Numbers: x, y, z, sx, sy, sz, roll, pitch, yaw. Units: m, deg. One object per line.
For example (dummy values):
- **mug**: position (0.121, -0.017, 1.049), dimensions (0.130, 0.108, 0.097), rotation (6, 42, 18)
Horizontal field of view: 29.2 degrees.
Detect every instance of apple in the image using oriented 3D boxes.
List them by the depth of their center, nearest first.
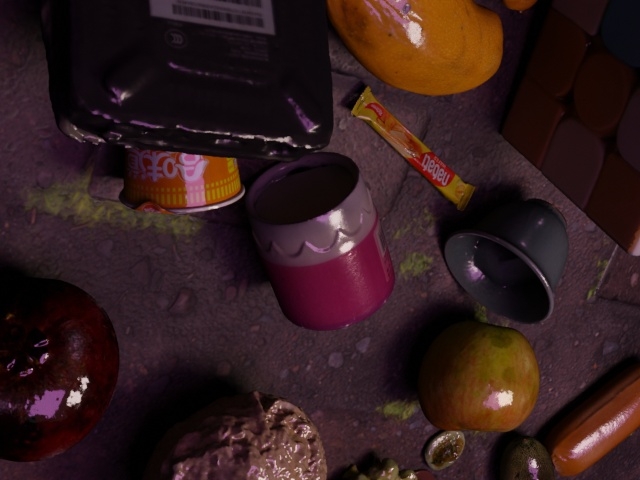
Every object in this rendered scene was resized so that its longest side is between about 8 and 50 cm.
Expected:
- **apple**: position (0.254, 0.219, 1.976), dimensions (0.196, 0.196, 0.196), rotation (-15, 121, -26)

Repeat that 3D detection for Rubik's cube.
- **Rubik's cube**: position (0.533, -0.213, 1.796), dimensions (0.346, 0.347, 0.344), rotation (-3, 127, -30)

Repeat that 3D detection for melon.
- **melon**: position (0.372, 0.422, 2.220), dimensions (0.099, 0.099, 0.162), rotation (-25, 121, -20)

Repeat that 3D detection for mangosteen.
- **mangosteen**: position (-0.371, 0.164, 1.558), dimensions (0.235, 0.235, 0.261), rotation (-31, 170, -16)

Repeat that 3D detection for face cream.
- **face cream**: position (0.000, 0.000, 1.705), dimensions (0.175, 0.175, 0.195), rotation (-30, 126, -16)

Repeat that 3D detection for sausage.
- **sausage**: position (0.528, 0.328, 2.269), dimensions (0.274, 0.105, 0.105), rotation (-37, 129, -11)

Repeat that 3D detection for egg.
- **egg**: position (-0.130, 0.361, 1.762), dimensions (0.279, 0.279, 0.310), rotation (35, 80, -40)

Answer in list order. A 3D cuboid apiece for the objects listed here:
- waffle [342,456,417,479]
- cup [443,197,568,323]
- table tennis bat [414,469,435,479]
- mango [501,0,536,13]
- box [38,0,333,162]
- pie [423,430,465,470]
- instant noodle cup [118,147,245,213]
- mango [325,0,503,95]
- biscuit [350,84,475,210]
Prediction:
- **waffle**: position (0.066, 0.517, 2.092), dimensions (0.317, 0.073, 0.297), rotation (-41, 132, -9)
- **cup**: position (0.315, 0.010, 1.931), dimensions (0.150, 0.199, 0.199), rotation (-49, 132, -25)
- **table tennis bat**: position (0.173, 0.468, 2.172), dimensions (0.087, 0.013, 0.156), rotation (-30, 125, -19)
- **mango**: position (0.298, -0.417, 1.743), dimensions (0.098, 0.075, 0.190), rotation (-4, 110, -38)
- **box**: position (-0.147, -0.269, 1.422), dimensions (0.359, 0.091, 0.350), rotation (3, 75, -34)
- **pie**: position (0.217, 0.363, 2.139), dimensions (0.085, 0.017, 0.085), rotation (-15, 122, -26)
- **instant noodle cup**: position (-0.179, -0.145, 1.535), dimensions (0.168, 0.168, 0.185), rotation (-13, 112, -27)
- **mango**: position (0.124, -0.297, 1.647), dimensions (0.359, 0.144, 0.187), rotation (35, 82, -45)
- **biscuit**: position (0.139, -0.132, 1.822), dimensions (0.292, 0.026, 0.048), rotation (37, 72, -40)
